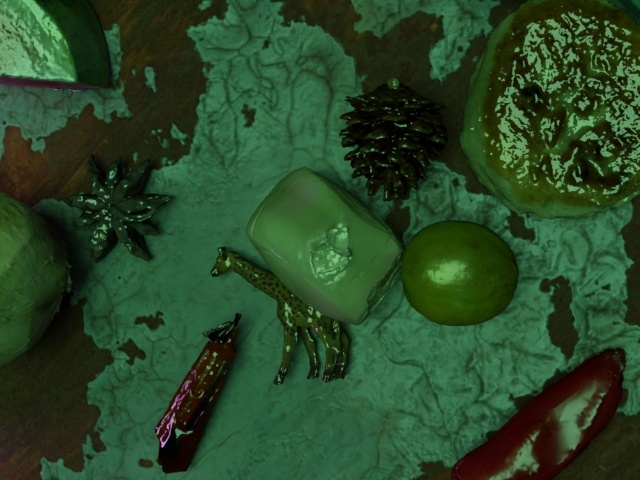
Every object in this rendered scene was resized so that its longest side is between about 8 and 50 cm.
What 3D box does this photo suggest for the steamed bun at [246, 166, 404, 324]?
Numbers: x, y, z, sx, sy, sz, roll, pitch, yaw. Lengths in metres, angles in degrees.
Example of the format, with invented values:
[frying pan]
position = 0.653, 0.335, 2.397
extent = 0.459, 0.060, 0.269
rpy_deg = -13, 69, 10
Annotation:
[steamed bun]
position = 0.000, 0.000, 1.248
extent = 0.238, 0.152, 0.170
rpy_deg = 39, 88, 18

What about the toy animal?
[toy animal]
position = -0.056, 0.107, 1.339
extent = 0.149, 0.054, 0.276
rpy_deg = -34, 85, 20

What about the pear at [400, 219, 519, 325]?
[pear]
position = 0.192, 0.046, 1.218
extent = 0.162, 0.149, 0.149
rpy_deg = 6, 95, 3

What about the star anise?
[star anise]
position = -0.338, -0.051, 1.408
extent = 0.182, 0.065, 0.195
rpy_deg = 24, 103, 15

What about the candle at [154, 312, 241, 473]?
[candle]
position = -0.191, 0.242, 1.375
extent = 0.084, 0.059, 0.302
rpy_deg = 34, 109, 15

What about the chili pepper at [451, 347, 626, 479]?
[chili pepper]
position = 0.292, 0.296, 1.223
extent = 0.387, 0.110, 0.110
rpy_deg = -45, 80, 8

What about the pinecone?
[pinecone]
position = 0.102, -0.141, 1.227
extent = 0.173, 0.173, 0.174
rpy_deg = 1, 93, 16

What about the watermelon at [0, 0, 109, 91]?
[watermelon]
position = -0.484, -0.342, 1.412
extent = 0.231, 0.193, 0.310
rpy_deg = -33, 97, -4

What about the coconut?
[coconut]
position = -0.535, 0.064, 1.358
extent = 0.254, 0.297, 0.297
rpy_deg = 33, 102, -3

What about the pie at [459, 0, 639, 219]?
[pie]
position = 0.341, -0.178, 1.190
extent = 0.315, 0.092, 0.315
rpy_deg = 0, 92, 15

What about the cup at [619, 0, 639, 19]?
[cup]
position = 0.485, -0.303, 1.121
extent = 0.236, 0.134, 0.148
rpy_deg = 50, 136, 2
